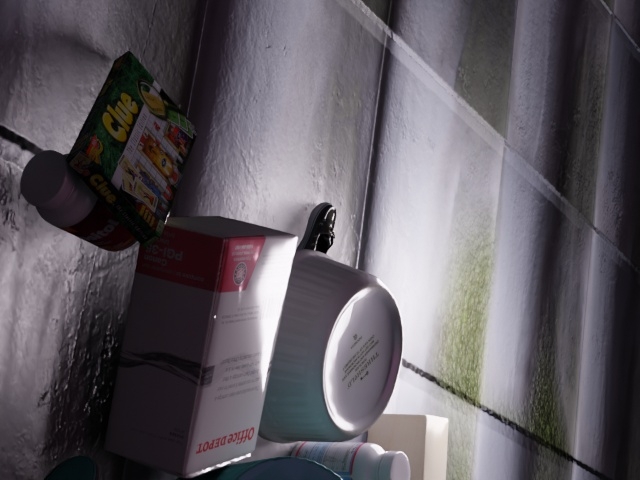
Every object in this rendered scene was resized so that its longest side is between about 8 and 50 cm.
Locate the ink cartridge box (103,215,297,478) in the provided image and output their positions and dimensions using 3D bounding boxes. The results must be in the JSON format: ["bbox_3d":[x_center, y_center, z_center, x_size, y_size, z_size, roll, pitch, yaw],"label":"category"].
[{"bbox_3d":[-0.141,0.120,1.903,0.207,0.117,0.283,-3,106,-68],"label":"ink cartridge box"}]

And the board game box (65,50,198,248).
[{"bbox_3d":[-0.212,-0.110,1.839,0.136,0.030,0.260,47,25,-21],"label":"board game box"}]

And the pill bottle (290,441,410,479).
[{"bbox_3d":[0.041,0.328,2.256,0.087,0.160,0.087,4,86,-61],"label":"pill bottle"}]

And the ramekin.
[{"bbox_3d":[0.008,0.153,2.199,0.273,0.127,0.273,-18,111,-54],"label":"ramekin"}]

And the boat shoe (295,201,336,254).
[{"bbox_3d":[0.000,0.000,2.321,0.049,0.040,0.142,62,39,-38],"label":"boat shoe"}]

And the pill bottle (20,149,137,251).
[{"bbox_3d":[-0.266,-0.047,1.803,0.152,0.086,0.086,31,62,-56],"label":"pill bottle"}]

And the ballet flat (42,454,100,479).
[{"bbox_3d":[-0.299,0.323,1.764,0.188,0.070,0.070,-61,138,-40],"label":"ballet flat"}]

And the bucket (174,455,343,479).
[{"bbox_3d":[-0.073,0.393,1.918,0.281,0.183,0.281,13,66,-31],"label":"bucket"}]

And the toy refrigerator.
[{"bbox_3d":[0.132,0.406,2.475,0.094,0.102,0.270,18,72,-59],"label":"toy refrigerator"}]
